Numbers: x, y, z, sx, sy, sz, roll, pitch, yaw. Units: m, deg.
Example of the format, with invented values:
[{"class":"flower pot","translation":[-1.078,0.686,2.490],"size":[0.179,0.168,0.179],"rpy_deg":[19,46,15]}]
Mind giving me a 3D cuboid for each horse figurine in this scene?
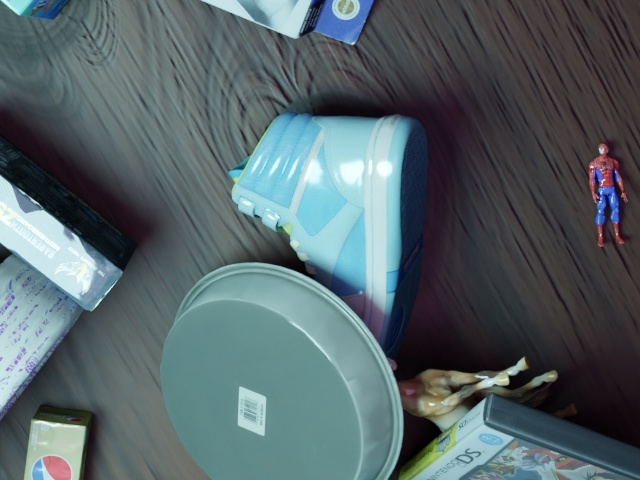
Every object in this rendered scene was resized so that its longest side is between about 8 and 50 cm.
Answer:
[{"class":"horse figurine","translation":[0.164,0.168,1.319],"size":[0.174,0.263,0.066],"rpy_deg":[-17,67,30]}]

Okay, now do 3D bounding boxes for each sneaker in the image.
[{"class":"sneaker","translation":[0.000,0.000,1.327],"size":[0.208,0.127,0.319],"rpy_deg":[12,117,18]}]

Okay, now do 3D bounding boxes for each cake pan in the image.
[{"class":"cake pan","translation":[-0.053,0.167,1.287],"size":[0.293,0.054,0.293],"rpy_deg":[14,118,28]}]

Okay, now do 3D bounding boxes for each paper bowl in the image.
[{"class":"paper bowl","translation":[-0.376,0.132,1.227],"size":[0.148,0.284,0.284],"rpy_deg":[38,95,-7]}]

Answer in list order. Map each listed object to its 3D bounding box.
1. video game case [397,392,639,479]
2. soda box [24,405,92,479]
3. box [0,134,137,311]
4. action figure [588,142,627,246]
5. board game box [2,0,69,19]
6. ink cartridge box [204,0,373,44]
[{"class":"video game case","translation":[0.251,0.265,1.320],"size":[0.275,0.248,0.035],"rpy_deg":[21,58,-8]},{"class":"soda box","translation":[-0.300,0.281,1.370],"size":[0.061,0.058,0.181],"rpy_deg":[8,97,-5]},{"class":"box","translation":[-0.300,-0.034,1.257],"size":[0.233,0.183,0.059],"rpy_deg":[40,95,-9]},{"class":"action figure","translation":[0.322,-0.052,1.373],"size":[0.038,0.030,0.115],"rpy_deg":[-8,97,3]},{"class":"board game box","translation":[-0.245,-0.293,1.207],"size":[0.047,0.210,0.160],"rpy_deg":[41,95,-8]},{"class":"ink cartridge box","translation":[-0.030,-0.325,1.258],"size":[0.224,0.045,0.223],"rpy_deg":[20,121,-6]}]
